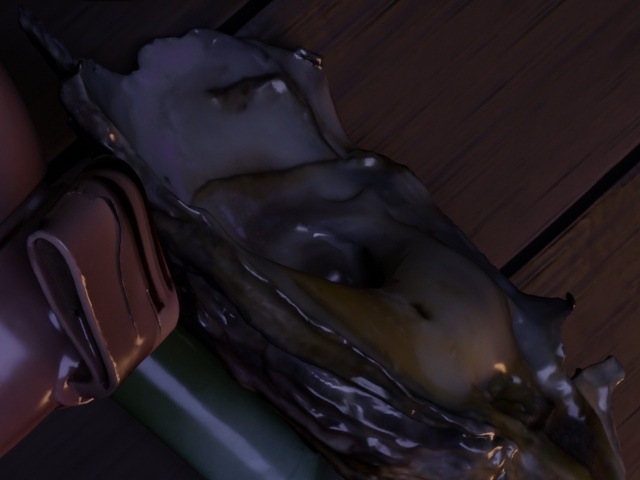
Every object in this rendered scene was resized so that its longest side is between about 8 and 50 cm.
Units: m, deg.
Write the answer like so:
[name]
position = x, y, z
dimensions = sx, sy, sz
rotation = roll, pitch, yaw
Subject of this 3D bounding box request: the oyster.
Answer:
[oyster]
position = -0.007, 0.006, 0.743
dimensions = 0.275, 0.271, 0.100
rotation = 12, 137, -33

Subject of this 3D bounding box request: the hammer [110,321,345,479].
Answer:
[hammer]
position = -0.047, 0.086, 0.811
dimensions = 0.335, 0.119, 0.206
rotation = 43, 85, -17

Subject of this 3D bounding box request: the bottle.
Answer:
[bottle]
position = -0.197, -0.041, 0.641
dimensions = 0.297, 0.206, 0.173
rotation = 49, 47, -10
